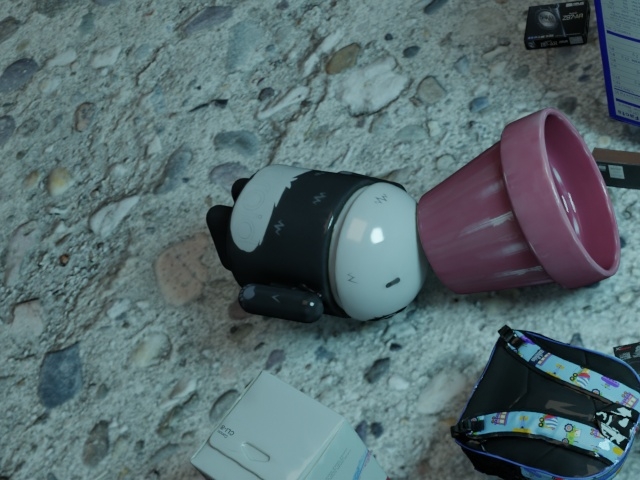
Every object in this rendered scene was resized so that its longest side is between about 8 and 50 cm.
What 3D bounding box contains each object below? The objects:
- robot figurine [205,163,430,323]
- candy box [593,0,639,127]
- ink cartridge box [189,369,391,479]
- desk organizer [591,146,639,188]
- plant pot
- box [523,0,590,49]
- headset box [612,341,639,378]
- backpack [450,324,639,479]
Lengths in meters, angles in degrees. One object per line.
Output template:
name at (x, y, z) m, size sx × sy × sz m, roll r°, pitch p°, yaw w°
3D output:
robot figurine at (0.000, 0.003, 1.439) m, size 0.278 × 0.173 × 0.209 m, roll 11°, pitch 84°, yaw 31°
candy box at (0.437, -0.317, 1.355) m, size 0.268 × 0.317 × 0.122 m, roll -42°, pitch 47°, yaw -21°
ink cartridge box at (-0.025, 0.249, 1.253) m, size 0.128 × 0.176 × 0.127 m, roll 24°, pitch 68°, yaw 36°
desk organizer at (0.390, -0.093, 1.410) m, size 0.130 × 0.047 × 0.050 m, roll 9°, pitch 57°, yaw 30°
plant pot at (0.219, -0.026, 1.356) m, size 0.180 × 0.201 × 0.201 m, roll -23°, pitch 46°, yaw 29°
box at (0.322, -0.293, 1.614) m, size 0.083 × 0.018 × 0.067 m, roll -2°, pitch 55°, yaw 24°
headset box at (0.348, 0.148, 1.253) m, size 0.062 × 0.032 × 0.083 m, roll -14°, pitch 51°, yaw 16°
backpack at (0.245, 0.184, 1.216) m, size 0.173 × 0.117 × 0.158 m, roll 13°, pitch 61°, yaw 33°
